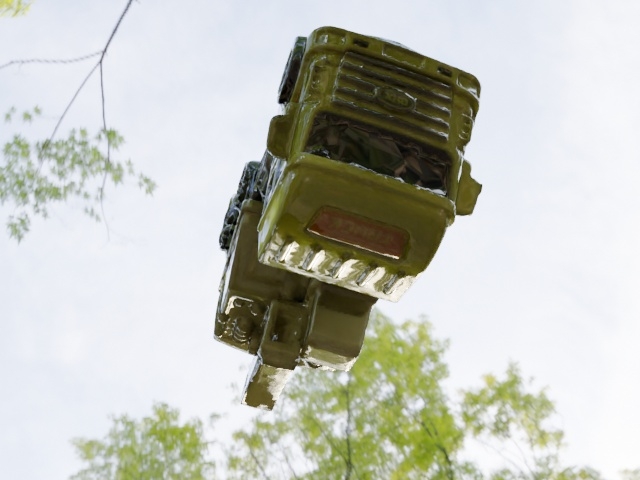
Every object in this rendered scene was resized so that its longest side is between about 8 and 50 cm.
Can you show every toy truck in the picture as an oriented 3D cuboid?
[{"bbox_3d":[0.000,0.000,0.836,0.180,0.254,0.405,15,-32,-10],"label":"toy truck"}]
